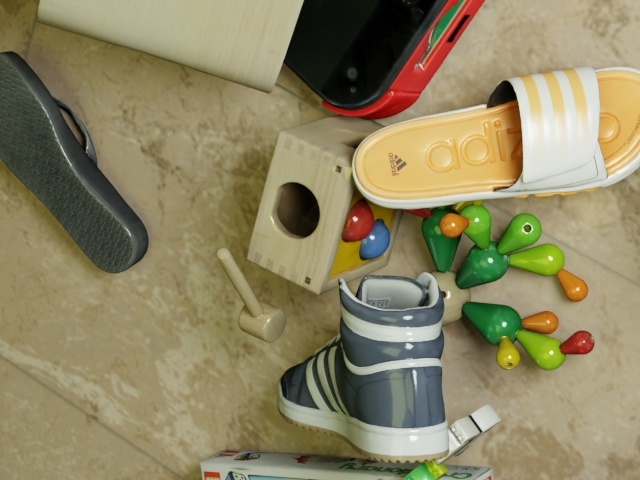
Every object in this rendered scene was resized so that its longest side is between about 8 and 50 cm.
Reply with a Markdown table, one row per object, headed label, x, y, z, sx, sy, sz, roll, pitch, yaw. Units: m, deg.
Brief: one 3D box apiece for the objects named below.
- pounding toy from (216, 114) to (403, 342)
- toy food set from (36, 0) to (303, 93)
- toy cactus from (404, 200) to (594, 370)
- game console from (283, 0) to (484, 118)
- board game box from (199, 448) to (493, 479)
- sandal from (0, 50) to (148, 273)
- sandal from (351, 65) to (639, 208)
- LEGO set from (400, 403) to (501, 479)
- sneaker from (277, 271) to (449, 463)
| label | x | y | z | sx | sy | sz | roll | pitch | yaw |
| --- | --- | --- | --- | --- | --- | --- | --- | --- | --- |
| pounding toy | -0.006 | 0.007 | 1.605 | 0.094 | 0.181 | 0.206 | 26 | 114 | 24 |
| toy food set | -0.103 | -0.295 | 1.561 | 0.219 | 0.092 | 0.306 | 17 | 110 | -6 |
| toy cactus | 0.131 | 0.038 | 1.586 | 0.219 | 0.112 | 0.180 | 51 | 132 | 2 |
| game console | 0.033 | -0.337 | 1.584 | 0.342 | 0.060 | 0.387 | 47 | 120 | 21 |
| board game box | 0.029 | 0.307 | 1.730 | 0.305 | 0.053 | 0.193 | -1 | 100 | 32 |
| sandal | -0.263 | -0.080 | 1.830 | 0.097 | 0.054 | 0.254 | -32 | 93 | 40 |
| sandal | 0.155 | -0.083 | 1.481 | 0.265 | 0.076 | 0.102 | -13 | 75 | 4 |
| LEGO set | 0.077 | 0.250 | 1.599 | 0.227 | 0.093 | 0.087 | -44 | 74 | 28 |
| sneaker | 0.036 | 0.098 | 1.601 | 0.282 | 0.099 | 0.153 | -167 | 73 | -67 |
